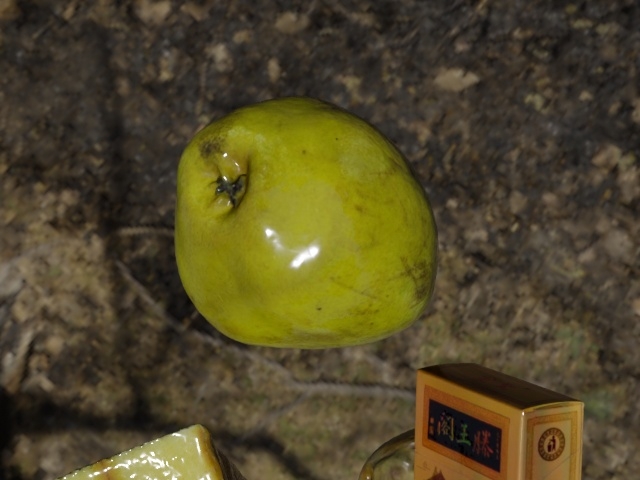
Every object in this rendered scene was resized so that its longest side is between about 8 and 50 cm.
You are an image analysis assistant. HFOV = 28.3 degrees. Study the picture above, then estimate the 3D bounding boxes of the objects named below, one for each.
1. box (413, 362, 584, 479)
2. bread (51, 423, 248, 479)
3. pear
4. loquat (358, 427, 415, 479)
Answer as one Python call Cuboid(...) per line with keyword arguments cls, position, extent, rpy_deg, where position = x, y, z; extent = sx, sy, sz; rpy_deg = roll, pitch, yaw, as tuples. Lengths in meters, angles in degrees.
Cuboid(cls="box", position=(0.161, 0.267, 1.197), extent=(0.174, 0.076, 0.274), rpy_deg=(14, 105, 59))
Cuboid(cls="bread", position=(-0.196, 0.353, 1.623), extent=(0.362, 0.233, 0.245), rpy_deg=(-86, -26, -88))
Cuboid(cls="pear", position=(0.000, 0.000, 1.447), extent=(0.287, 0.287, 0.375), rpy_deg=(-1, 150, 41))
Cuboid(cls="loquat", position=(0.157, 0.307, 1.476), extent=(0.227, 0.179, 0.179), rpy_deg=(11, 143, -7))
